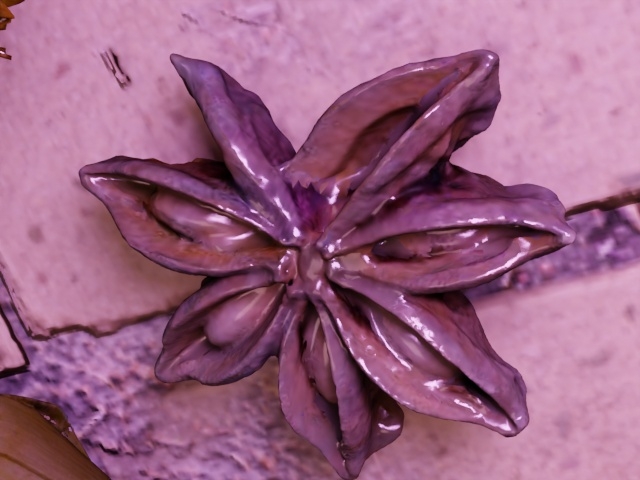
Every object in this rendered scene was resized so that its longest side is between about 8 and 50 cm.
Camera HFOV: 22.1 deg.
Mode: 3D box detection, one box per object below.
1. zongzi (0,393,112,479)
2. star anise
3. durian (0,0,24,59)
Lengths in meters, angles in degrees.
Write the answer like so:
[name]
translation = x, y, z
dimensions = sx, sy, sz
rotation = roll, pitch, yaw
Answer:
[zongzi]
translation = -0.048, 0.178, 0.772
dimensions = 0.289, 0.123, 0.260
rotation = -13, 109, 15
[star anise]
translation = 0.007, 0.015, 0.684
dimensions = 0.212, 0.073, 0.196
rotation = 1, 113, 23
[durian]
translation = -0.286, -0.121, 0.546
dimensions = 0.348, 0.384, 0.347
rotation = 19, 122, 34
